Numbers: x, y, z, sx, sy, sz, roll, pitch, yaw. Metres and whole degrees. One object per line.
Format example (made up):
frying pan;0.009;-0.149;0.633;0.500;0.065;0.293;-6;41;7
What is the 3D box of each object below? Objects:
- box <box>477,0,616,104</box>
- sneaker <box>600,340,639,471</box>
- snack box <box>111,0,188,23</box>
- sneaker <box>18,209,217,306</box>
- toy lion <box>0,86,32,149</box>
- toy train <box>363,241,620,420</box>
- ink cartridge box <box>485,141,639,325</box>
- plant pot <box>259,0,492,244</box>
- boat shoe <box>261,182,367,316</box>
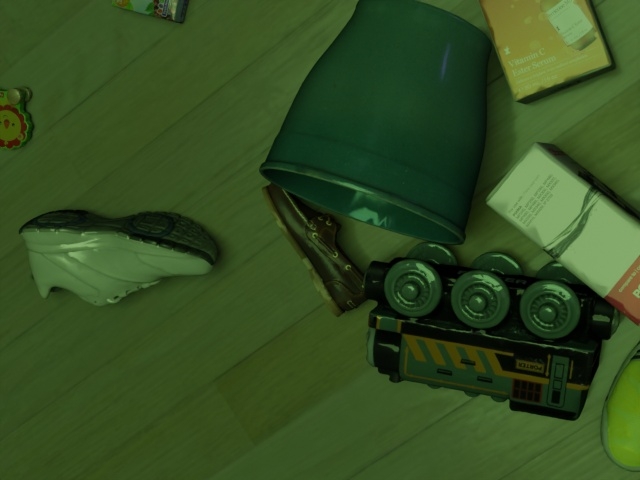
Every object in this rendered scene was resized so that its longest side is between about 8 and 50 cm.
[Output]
box;0.282;-0.275;1.656;0.130;0.091;0.171;-21;88;17
sneaker;0.485;0.139;1.593;0.145;0.147;0.385;44;105;8
snack box;-0.227;-0.385;1.830;0.100;0.037;0.141;16;98;17
sneaker;-0.281;0.028;1.855;0.297;0.111;0.129;4;110;20
toy lion;-0.469;-0.184;1.923;0.100;0.034;0.096;16;106;16
toy train;0.212;0.117;1.686;0.333;0.142;0.190;8;106;16
ink cartridge box;0.335;-0.014;1.614;0.237;0.172;0.100;40;103;11
plant pot;0.094;-0.158;1.645;0.271;0.271;0.255;19;84;15
boat shoe;0.000;0.000;1.772;0.073;0.073;0.207;-33;91;14
